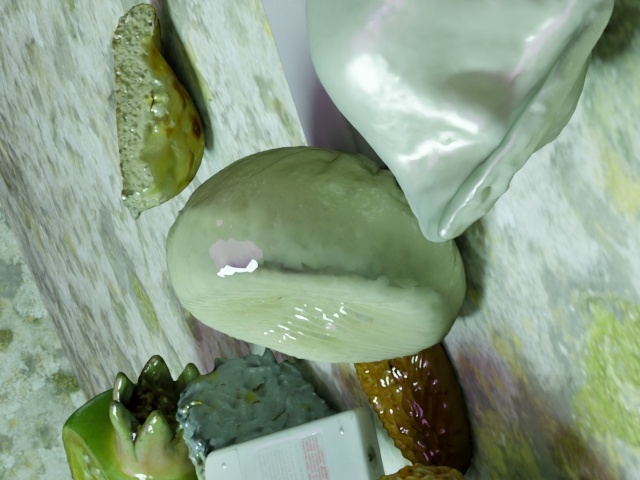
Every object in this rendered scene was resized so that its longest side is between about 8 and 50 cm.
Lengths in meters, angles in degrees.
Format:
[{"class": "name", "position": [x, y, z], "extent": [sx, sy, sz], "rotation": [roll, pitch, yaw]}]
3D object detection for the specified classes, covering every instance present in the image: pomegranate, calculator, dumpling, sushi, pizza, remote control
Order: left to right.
[{"class": "pizza", "position": [-0.154, -0.111, 1.579], "extent": [0.204, 0.081, 0.188], "rotation": [94, 174, -76]}, {"class": "pomegranate", "position": [-0.142, 0.263, 1.782], "extent": [0.309, 0.216, 0.358], "rotation": [52, 149, 40]}, {"class": "sushi", "position": [-0.043, 0.227, 1.545], "extent": [0.274, 0.139, 0.184], "rotation": [43, 154, 48]}, {"class": "remote control", "position": [-0.024, 0.204, 1.374], "extent": [0.190, 0.029, 0.087], "rotation": [-22, 73, 37]}, {"class": "calculator", "position": [0.002, -0.118, 1.134], "extent": [0.100, 0.032, 0.175], "rotation": [23, 134, 66]}, {"class": "dumpling", "position": [0.073, -0.134, 0.786], "extent": [0.179, 0.131, 0.252], "rotation": [-48, 43, 51]}]

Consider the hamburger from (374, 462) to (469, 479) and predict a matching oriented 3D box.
[{"class": "hamburger", "position": [0.046, 0.322, 1.095], "extent": [0.330, 0.250, 0.330], "rotation": [-9, -90, -80]}]

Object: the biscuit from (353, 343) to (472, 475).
[{"class": "biscuit", "position": [0.061, 0.105, 1.254], "extent": [0.188, 0.027, 0.188], "rotation": [56, 160, 31]}]

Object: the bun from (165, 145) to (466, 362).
[{"class": "bun", "position": [0.000, 0.000, 1.097], "extent": [0.222, 0.222, 0.127], "rotation": [111, 168, -67]}]
